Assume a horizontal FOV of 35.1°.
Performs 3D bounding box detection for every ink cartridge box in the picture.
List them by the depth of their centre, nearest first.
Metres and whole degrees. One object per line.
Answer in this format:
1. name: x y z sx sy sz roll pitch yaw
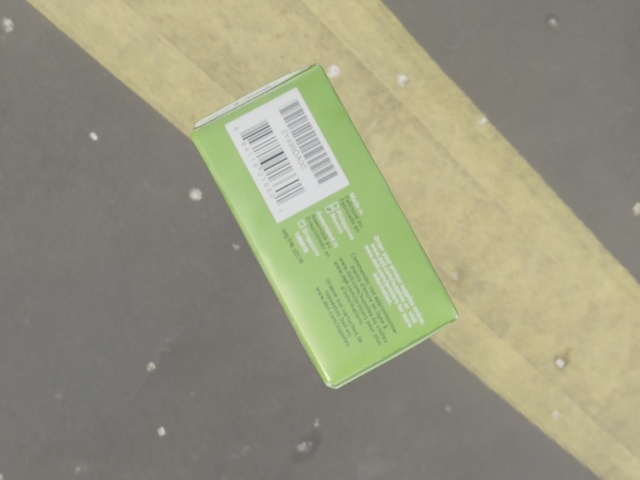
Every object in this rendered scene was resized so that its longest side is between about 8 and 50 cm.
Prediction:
1. ink cartridge box: 0.000 0.000 0.749 0.097 0.255 0.189 -28 86 -2
